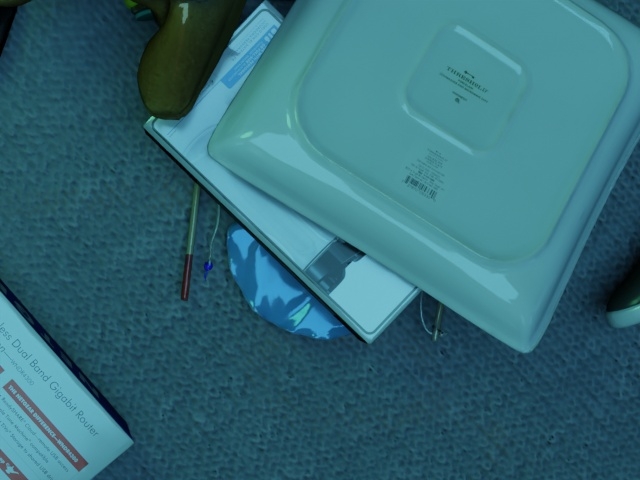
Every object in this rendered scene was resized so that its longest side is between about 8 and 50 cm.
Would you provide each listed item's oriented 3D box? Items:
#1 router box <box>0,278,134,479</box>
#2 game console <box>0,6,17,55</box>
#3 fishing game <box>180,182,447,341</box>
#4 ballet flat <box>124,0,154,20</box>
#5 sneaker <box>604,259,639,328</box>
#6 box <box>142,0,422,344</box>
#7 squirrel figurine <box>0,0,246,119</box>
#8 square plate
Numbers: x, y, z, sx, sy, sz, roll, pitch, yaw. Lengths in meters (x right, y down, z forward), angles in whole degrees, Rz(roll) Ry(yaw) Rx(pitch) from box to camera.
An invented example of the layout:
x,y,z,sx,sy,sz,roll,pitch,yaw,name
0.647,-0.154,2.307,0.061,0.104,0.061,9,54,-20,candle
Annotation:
x,y,z,sx,sy,sz,roll,pitch,yaw,name
-0.392,0.154,1.651,0.301,0.082,0.335,-40,103,-4,router box
-0.445,-0.262,1.606,0.361,0.044,0.213,20,93,-13,game console
0.000,0.000,1.730,0.264,0.041,0.189,6,89,-6,fishing game
-0.071,-0.256,1.667,0.231,0.077,0.077,-8,85,-8,ballet flat
0.366,-0.045,1.765,0.296,0.104,0.147,-37,101,-10,sneaker
-0.004,-0.062,1.666,0.290,0.087,0.169,45,86,-2,box
-0.210,-0.368,1.549,0.370,0.281,0.397,21,59,8,squirrel figurine
0.126,-0.130,1.624,0.347,0.049,0.344,32,70,-7,square plate
